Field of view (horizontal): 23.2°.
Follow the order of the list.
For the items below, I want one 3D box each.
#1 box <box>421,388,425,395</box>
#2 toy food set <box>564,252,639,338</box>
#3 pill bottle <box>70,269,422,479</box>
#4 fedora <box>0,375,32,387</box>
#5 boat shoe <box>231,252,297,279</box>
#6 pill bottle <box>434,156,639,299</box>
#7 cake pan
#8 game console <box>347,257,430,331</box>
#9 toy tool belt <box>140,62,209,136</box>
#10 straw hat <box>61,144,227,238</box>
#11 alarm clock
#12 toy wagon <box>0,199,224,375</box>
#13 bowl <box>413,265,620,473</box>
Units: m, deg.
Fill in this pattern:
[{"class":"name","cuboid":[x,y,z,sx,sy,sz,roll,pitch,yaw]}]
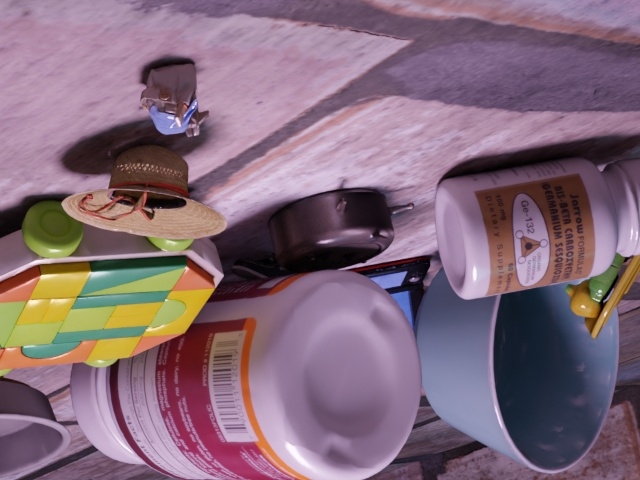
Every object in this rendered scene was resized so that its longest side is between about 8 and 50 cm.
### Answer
[{"class":"box","cuboid":[0.041,0.168,2.170,0.232,0.126,0.148,-16,165,11]},{"class":"toy food set","cuboid":[0.360,0.010,1.893,0.218,0.071,0.128,-60,167,3]},{"class":"pill bottle","cuboid":[-0.096,0.157,1.739,0.224,0.224,0.392,1,174,-41]},{"class":"fedora","cuboid":[-0.439,0.171,1.887,0.194,0.079,0.194,-9,158,-4]},{"class":"boat shoe","cuboid":[-0.057,0.033,1.777,0.046,0.038,0.125,11,173,37]},{"class":"pill bottle","cuboid":[0.246,-0.020,1.651,0.229,0.131,0.131,-10,165,-9]},{"class":"cake pan","cuboid":[-0.446,0.232,1.852,0.293,0.054,0.293,-9,158,-4]},{"class":"game console","cuboid":[0.071,0.088,1.977,0.144,0.085,0.124,-11,163,-9]},{"class":"toy tool belt","cuboid":[-0.114,-0.101,1.221,0.052,0.051,0.083,-11,165,-5]},{"class":"straw hat","cuboid":[-0.150,-0.050,1.360,0.145,0.061,0.144,5,162,2]},{"class":"alarm clock","cuboid":[0.000,0.000,1.667,0.129,0.064,0.192,2,162,-43]},{"class":"toy wagon","cuboid":[-0.275,0.056,1.531,0.344,0.068,0.267,-4,151,-29]},{"class":"bowl","cuboid":[0.229,0.127,1.942,0.163,0.311,0.312,1,176,38]}]
